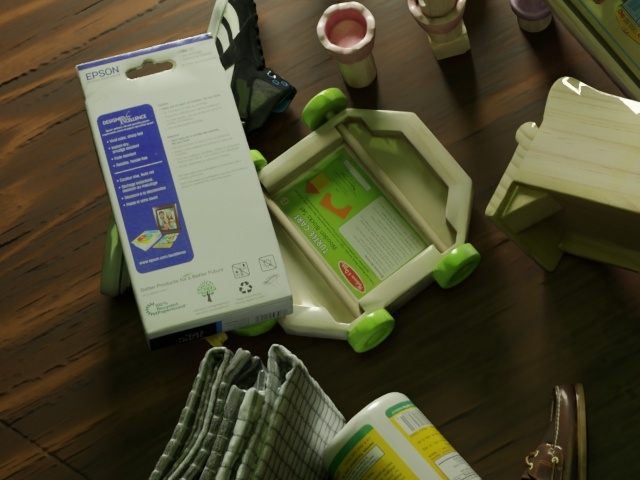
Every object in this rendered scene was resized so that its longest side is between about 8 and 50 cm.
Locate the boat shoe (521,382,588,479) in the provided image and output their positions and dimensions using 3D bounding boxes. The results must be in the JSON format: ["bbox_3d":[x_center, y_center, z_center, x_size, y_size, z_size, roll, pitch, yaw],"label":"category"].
[{"bbox_3d":[0.245,0.249,1.759,0.073,0.073,0.207,0,70,7],"label":"boat shoe"}]

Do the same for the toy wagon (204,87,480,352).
[{"bbox_3d":[0.000,0.000,1.889,0.344,0.068,0.267,-37,69,-4],"label":"toy wagon"}]

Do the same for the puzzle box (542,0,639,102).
[{"bbox_3d":[0.399,-0.272,1.785,0.272,0.052,0.409,-42,89,3],"label":"puzzle box"}]

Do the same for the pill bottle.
[{"bbox_3d":[0.108,0.269,1.750,0.117,0.117,0.208,-41,70,-6],"label":"pill bottle"}]

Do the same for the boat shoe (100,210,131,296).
[{"bbox_3d":[-0.194,-0.040,1.922,0.075,0.083,0.226,12,71,-2],"label":"boat shoe"}]

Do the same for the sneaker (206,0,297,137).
[{"bbox_3d":[-0.077,-0.214,1.980,0.121,0.079,0.217,17,73,2],"label":"sneaker"}]

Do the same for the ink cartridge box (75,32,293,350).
[{"bbox_3d":[-0.151,-0.057,1.851,0.165,0.065,0.333,-14,70,-6],"label":"ink cartridge box"}]

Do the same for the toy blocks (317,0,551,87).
[{"bbox_3d":[0.120,-0.373,1.898,0.308,0.260,0.289,-15,69,4],"label":"toy blocks"}]

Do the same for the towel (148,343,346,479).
[{"bbox_3d":[-0.091,0.258,1.726,0.121,0.235,0.284,14,73,19],"label":"towel"}]

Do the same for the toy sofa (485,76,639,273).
[{"bbox_3d":[0.367,-0.032,1.725,0.362,0.150,0.177,17,76,42],"label":"toy sofa"}]
